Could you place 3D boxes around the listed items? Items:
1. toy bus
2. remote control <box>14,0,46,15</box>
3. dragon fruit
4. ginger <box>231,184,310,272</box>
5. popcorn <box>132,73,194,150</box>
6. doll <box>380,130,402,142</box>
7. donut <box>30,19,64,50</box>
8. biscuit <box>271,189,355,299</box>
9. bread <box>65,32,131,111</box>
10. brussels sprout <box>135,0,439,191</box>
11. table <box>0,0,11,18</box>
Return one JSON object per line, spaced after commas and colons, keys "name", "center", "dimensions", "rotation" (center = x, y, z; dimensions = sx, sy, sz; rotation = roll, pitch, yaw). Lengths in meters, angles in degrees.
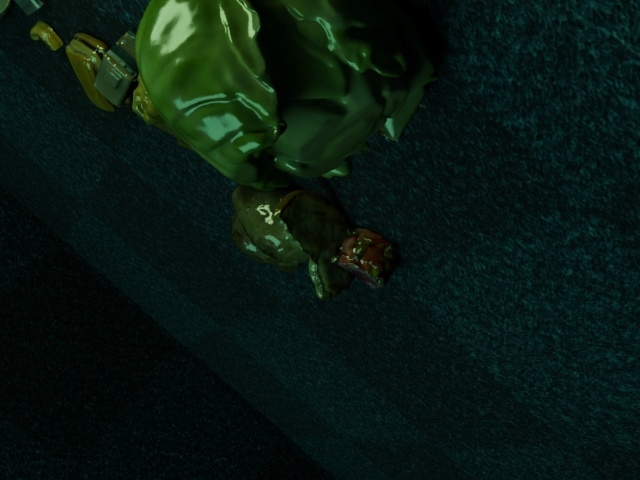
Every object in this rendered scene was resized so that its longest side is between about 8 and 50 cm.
{"name": "toy bus", "center": [-0.435, -0.376, 1.844], "dimensions": [0.091, 0.103, 0.182], "rotation": [43, 156, -10]}
{"name": "remote control", "center": [-0.772, -0.672, 1.881], "dimensions": [0.107, 0.044, 0.377], "rotation": [-3, 133, 52]}
{"name": "dragon fruit", "center": [0.114, 0.042, 1.811], "dimensions": [0.147, 0.102, 0.096], "rotation": [37, 165, -20]}
{"name": "ginger", "center": [-0.110, -0.024, 1.971], "dimensions": [0.244, 0.155, 0.304], "rotation": [32, 164, -1]}
{"name": "popcorn", "center": [-0.257, -0.288, 1.658], "dimensions": [0.250, 0.190, 0.250], "rotation": [20, 152, 11]}
{"name": "doll", "center": [0.092, -0.208, 1.469], "dimensions": [0.114, 0.039, 0.057], "rotation": [22, -178, 13]}
{"name": "donut", "center": [-0.674, -0.498, 2.053], "dimensions": [0.083, 0.038, 0.067], "rotation": [50, 151, -19]}
{"name": "biscuit", "center": [0.002, -0.004, 1.812], "dimensions": [0.045, 0.154, 0.299], "rotation": [18, 148, 43]}
{"name": "bread", "center": [-0.531, -0.397, 1.991], "dimensions": [0.116, 0.077, 0.200], "rotation": [35, 157, 29]}
{"name": "brussels sprout", "center": [-0.068, -0.276, 1.217], "dimensions": [0.342, 0.425, 0.361], "rotation": [-40, 75, 24]}
{"name": "table", "center": [-0.841, -0.576, 2.043], "dimensions": [0.126, 0.126, 0.220], "rotation": [48, 155, -21]}
